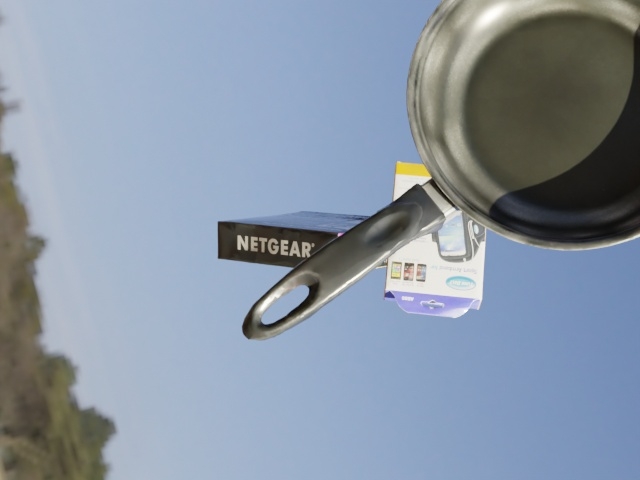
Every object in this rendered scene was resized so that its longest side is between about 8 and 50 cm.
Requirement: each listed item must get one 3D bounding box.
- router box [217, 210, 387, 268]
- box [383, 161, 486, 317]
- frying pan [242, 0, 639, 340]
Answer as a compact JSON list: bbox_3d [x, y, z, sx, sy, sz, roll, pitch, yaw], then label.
[{"bbox_3d":[0.000,0.000,1.627,0.179,0.133,0.046,6,-81,44],"label":"router box"},{"bbox_3d":[0.097,0.002,1.316,0.028,0.081,0.136,93,4,-68],"label":"box"},{"bbox_3d":[0.119,-0.032,0.951,0.197,0.326,0.053,29,-9,12],"label":"frying pan"}]
